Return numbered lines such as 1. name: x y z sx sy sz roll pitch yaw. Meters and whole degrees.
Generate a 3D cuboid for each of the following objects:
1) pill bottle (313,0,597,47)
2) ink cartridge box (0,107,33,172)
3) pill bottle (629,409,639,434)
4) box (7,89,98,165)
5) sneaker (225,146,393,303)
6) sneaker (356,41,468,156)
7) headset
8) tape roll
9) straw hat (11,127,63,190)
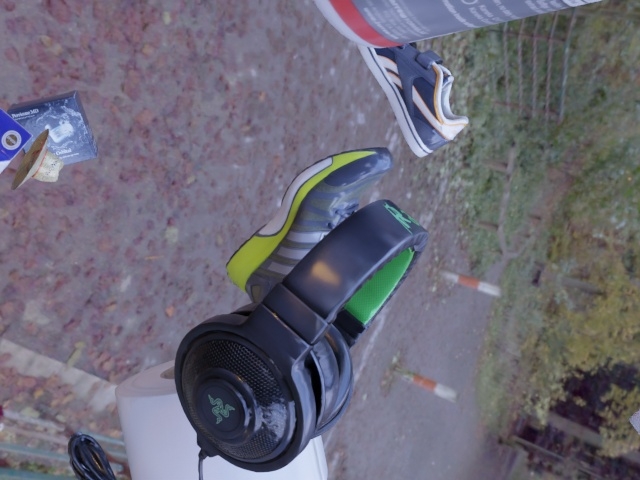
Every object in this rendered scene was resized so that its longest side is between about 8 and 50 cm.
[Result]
1. pill bottle: 0.166 -0.267 0.380 0.210 0.362 0.210 -1 92 -52
2. ink cartridge box: -0.700 -0.104 0.990 0.371 0.175 0.069 -50 177 -6
3. pill bottle: 0.470 0.272 0.651 0.119 0.208 0.119 -20 146 -14
4. box: -0.647 -0.266 1.384 0.156 0.093 0.158 -17 118 -11
5. sneaker: 0.000 0.000 0.723 0.111 0.121 0.300 -15 154 -50
6. sneaker: 0.178 -0.334 1.115 0.321 0.127 0.126 61 31 -5
7. headset: -0.064 0.113 0.532 0.394 0.185 0.243 -51 165 0
8. tape roll: -0.125 0.240 0.734 0.246 0.246 0.169 -12 90 -60
9. straw hat: -0.540 -0.145 1.113 0.061 0.144 0.144 30 79 -36
